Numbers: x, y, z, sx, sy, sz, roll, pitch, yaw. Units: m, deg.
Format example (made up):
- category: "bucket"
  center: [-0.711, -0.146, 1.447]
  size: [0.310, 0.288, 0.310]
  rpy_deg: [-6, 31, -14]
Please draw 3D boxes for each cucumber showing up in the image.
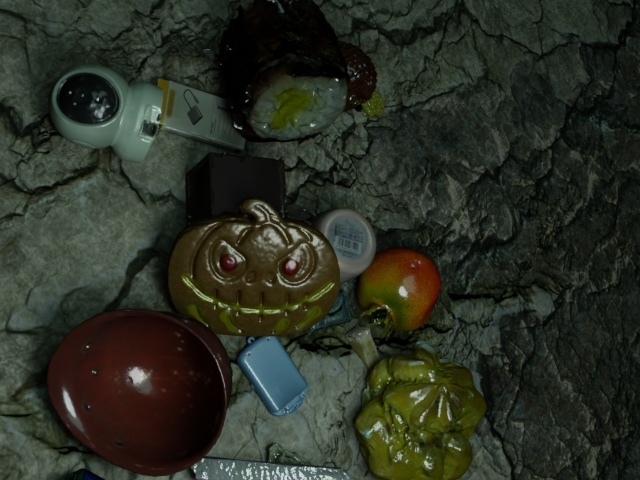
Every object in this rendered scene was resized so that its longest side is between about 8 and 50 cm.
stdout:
- category: "cucumber"
  center: [-0.300, 0.283, 1.817]
  size: [0.056, 0.056, 0.250]
  rpy_deg: [-12, 85, -33]

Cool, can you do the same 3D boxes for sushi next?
- category: "sushi"
  center: [-0.099, -0.412, 1.970]
  size: [0.281, 0.299, 0.294]
  rpy_deg: [9, 52, -44]

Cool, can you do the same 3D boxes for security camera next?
- category: "security camera"
  center: [-0.488, -0.292, 1.797]
  size: [0.236, 0.194, 0.194]
  rpy_deg: [18, 67, -21]

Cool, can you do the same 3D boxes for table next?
- category: "table"
  center: [-0.204, -0.111, 1.919]
  size: [0.193, 0.169, 0.172]
  rpy_deg: [3, 74, -29]

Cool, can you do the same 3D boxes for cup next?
- category: "cup"
  center: [0.000, 0.000, 1.989]
  size: [0.253, 0.200, 0.191]
  rpy_deg: [43, 59, -13]

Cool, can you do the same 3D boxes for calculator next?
- category: "calculator"
  center: [-0.114, 0.319, 1.926]
  size: [0.121, 0.039, 0.210]
  rpy_deg: [-36, 95, -35]

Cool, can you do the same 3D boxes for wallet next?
- category: "wallet"
  center: [0.020, 0.177, 2.053]
  size: [0.129, 0.026, 0.088]
  rpy_deg: [-11, 82, -33]

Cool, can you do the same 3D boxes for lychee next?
- category: "lychee"
  center: [0.058, -0.432, 2.156]
  size: [0.200, 0.200, 0.238]
  rpy_deg: [-9, 59, -32]

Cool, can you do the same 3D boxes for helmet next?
- category: "helmet"
  center: [-0.337, 0.287, 1.678]
  size: [0.230, 0.385, 0.337]
  rpy_deg: [-25, 114, -72]

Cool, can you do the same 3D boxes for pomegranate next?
- category: "pomegranate"
  center: [0.191, 0.134, 2.051]
  size: [0.221, 0.221, 0.256]
  rpy_deg: [51, 48, -9]

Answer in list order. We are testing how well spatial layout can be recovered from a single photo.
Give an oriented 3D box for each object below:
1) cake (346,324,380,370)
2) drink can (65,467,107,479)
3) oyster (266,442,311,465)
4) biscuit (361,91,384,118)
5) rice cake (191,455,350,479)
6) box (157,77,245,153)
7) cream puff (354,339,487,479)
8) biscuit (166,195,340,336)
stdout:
- category: "cake"
  center: [0.120, 0.281, 2.068]
  size: [0.052, 0.065, 0.121]
  rpy_deg: [-39, 104, -30]
- category: "drink can"
  center: [-0.434, 0.554, 1.623]
  size: [0.205, 0.118, 0.118]
  rpy_deg: [35, 61, -19]
- category: "oyster"
  center: [-0.054, 0.614, 1.848]
  size: [0.198, 0.112, 0.267]
  rpy_deg: [11, 77, -6]
- category: "biscuit"
  center: [0.146, -0.390, 2.292]
  size: [0.084, 0.023, 0.084]
  rpy_deg: [9, 71, -29]
- category: "rice cake"
  center: [-0.117, 0.517, 1.777]
  size: [0.365, 0.072, 0.056]
  rpy_deg: [5, 77, -4]
- category: "box"
  center: [-0.299, -0.310, 2.001]
  size: [0.247, 0.033, 0.129]
  rpy_deg: [15, 69, -26]
- category: "cream puff"
  center: [0.261, 0.439, 1.976]
  size: [0.378, 0.275, 0.378]
  rpy_deg: [9, 73, -31]
- category: "biscuit"
  center: [-0.150, 0.069, 1.819]
  size: [0.394, 0.070, 0.350]
  rpy_deg: [-3, 116, -7]
